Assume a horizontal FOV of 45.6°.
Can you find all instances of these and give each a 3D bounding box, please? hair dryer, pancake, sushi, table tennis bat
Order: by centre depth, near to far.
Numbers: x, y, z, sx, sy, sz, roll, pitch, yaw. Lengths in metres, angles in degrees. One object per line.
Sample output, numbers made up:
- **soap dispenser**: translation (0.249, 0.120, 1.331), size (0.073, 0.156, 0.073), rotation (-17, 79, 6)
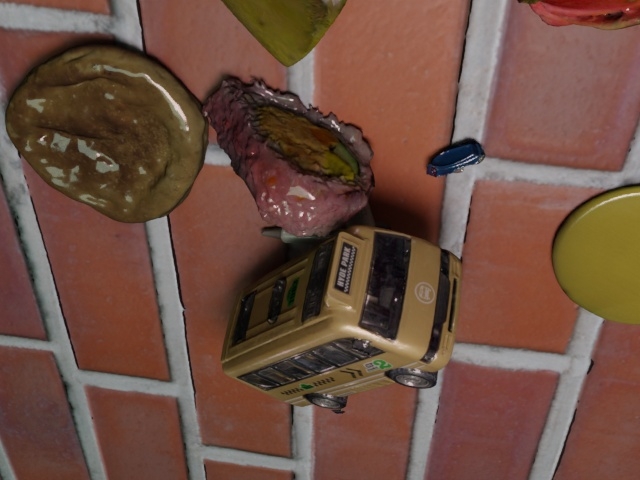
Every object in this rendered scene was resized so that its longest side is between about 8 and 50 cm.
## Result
- **sushi**: translation (-0.049, -0.098, 0.963), size (0.241, 0.161, 0.107), rotation (26, 130, -11)
- **table tennis bat**: translation (0.497, 0.054, 1.048), size (0.368, 0.054, 0.224), rotation (28, 127, -5)
- **pancake**: translation (-0.290, -0.139, 1.053), size (0.294, 0.049, 0.295), rotation (5, 130, 7)
- **hair dryer**: translation (0.001, 0.006, 1.121), size (0.183, 0.044, 0.155), rotation (-5, 126, 22)

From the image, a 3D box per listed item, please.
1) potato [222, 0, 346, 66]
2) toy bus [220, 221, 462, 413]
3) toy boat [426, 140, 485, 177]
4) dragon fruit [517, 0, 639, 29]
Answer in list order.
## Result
- **potato**: translation (-0.067, -0.360, 0.728), size (0.280, 0.213, 0.330), rotation (31, 126, -13)
- **toy bus**: translation (0.018, 0.112, 1.032), size (0.201, 0.177, 0.365), rotation (25, 150, -23)
- **toy boat**: translation (0.176, -0.103, 0.997), size (0.083, 0.038, 0.038), rotation (-20, 122, 25)
- **dragon fruit**: translation (0.232, -0.327, 0.675), size (0.305, 0.226, 0.306), rotation (0, 90, -12)
